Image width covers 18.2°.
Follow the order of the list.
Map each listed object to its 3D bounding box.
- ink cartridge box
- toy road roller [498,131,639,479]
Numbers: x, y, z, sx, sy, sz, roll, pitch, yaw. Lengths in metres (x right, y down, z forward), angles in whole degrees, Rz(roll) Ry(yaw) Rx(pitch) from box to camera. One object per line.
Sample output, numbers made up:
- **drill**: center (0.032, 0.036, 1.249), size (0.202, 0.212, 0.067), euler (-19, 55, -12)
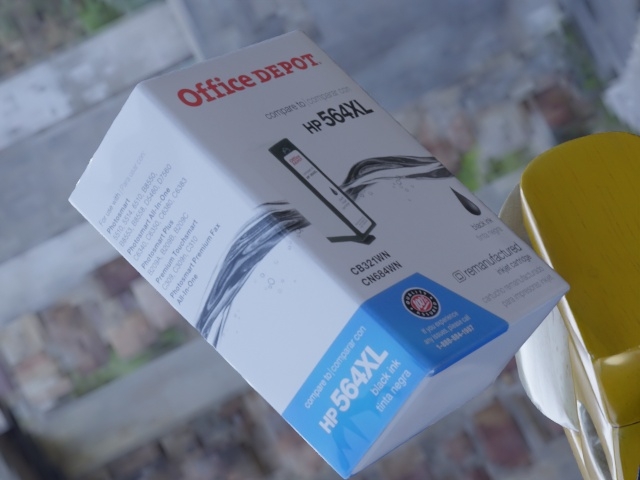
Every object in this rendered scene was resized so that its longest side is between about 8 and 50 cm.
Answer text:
- **ink cartridge box**: center (0.000, 0.000, 0.994), size (0.203, 0.086, 0.148), euler (45, -145, 14)
- **toy road roller**: center (0.254, 0.086, 1.080), size (0.202, 0.240, 0.329), euler (75, 174, -50)
